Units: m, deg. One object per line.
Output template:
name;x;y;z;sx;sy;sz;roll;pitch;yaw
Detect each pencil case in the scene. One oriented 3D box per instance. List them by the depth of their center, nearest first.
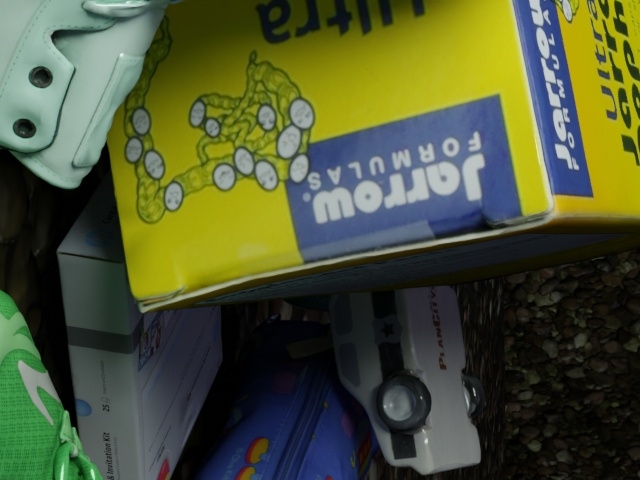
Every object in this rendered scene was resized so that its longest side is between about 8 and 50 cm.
pencil case;-0.034;0.159;0.822;0.306;0.119;0.133;-61;170;-61

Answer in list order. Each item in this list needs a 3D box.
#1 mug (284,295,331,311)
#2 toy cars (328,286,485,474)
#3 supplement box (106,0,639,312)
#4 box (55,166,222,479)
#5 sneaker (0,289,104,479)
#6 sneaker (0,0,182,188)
mug;0.004;0.000;0.961;0.129;0.097;0.158;-125;-133;-60
toy cars;0.000;-0.019;0.817;0.394;0.087;0.176;62;33;-25
supplement box;0.068;-0.082;0.664;0.356;0.194;0.195;0;79;-62
box;-0.090;0.039;0.696;0.145;0.038;0.186;-69;164;-51
sneaker;-0.102;0.128;0.530;0.109;0.123;0.295;-71;159;-47
sneaker;-0.045;-0.091;0.463;0.094;0.256;0.151;-68;165;-69
